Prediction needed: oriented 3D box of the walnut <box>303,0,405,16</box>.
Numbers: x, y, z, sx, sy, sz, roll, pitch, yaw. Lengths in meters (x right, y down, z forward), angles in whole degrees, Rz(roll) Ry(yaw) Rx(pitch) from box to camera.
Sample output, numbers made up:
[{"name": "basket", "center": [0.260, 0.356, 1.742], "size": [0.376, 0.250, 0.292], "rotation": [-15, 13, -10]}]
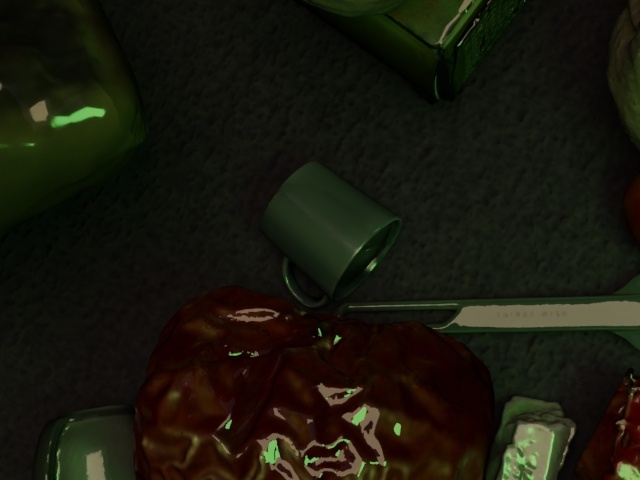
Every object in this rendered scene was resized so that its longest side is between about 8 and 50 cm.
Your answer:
[{"name": "walnut", "center": [0.006, -0.255, 0.971], "size": [0.178, 0.178, 0.230], "rotation": [-38, 69, 0]}]

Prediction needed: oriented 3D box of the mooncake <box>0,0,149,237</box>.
[{"name": "mooncake", "center": [-0.279, -0.183, 1.010], "size": [0.246, 0.393, 0.394], "rotation": [-26, 46, 2]}]

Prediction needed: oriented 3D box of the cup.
[{"name": "cup", "center": [0.000, 0.000, 1.123], "size": [0.077, 0.078, 0.100], "rotation": [39, 118, 15]}]

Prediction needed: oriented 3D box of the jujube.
[{"name": "jujube", "center": [-0.003, 0.138, 1.029], "size": [0.232, 0.213, 0.213], "rotation": [9, 83, 6]}]

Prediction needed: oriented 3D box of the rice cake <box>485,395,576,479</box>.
[{"name": "rice cake", "center": [0.110, 0.236, 1.086], "size": [0.055, 0.049, 0.270], "rotation": [22, 85, -9]}]

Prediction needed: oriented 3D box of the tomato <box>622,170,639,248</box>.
[{"name": "tomato", "center": [0.256, -0.020, 1.094], "size": [0.087, 0.075, 0.087], "rotation": [2, 83, -12]}]

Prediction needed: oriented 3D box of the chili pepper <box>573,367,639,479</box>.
[{"name": "chili pepper", "center": [0.284, 0.206, 1.047], "size": [0.252, 0.136, 0.144], "rotation": [26, 51, 0]}]

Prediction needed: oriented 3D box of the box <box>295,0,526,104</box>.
[{"name": "box", "center": [0.065, -0.377, 1.134], "size": [0.373, 0.138, 0.420], "rotation": [37, 86, 9]}]

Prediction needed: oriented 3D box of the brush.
[{"name": "brush", "center": [0.141, 0.054, 1.124], "size": [0.266, 0.027, 0.062], "rotation": [-1, 81, 9]}]

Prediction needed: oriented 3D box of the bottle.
[{"name": "bottle", "center": [-0.150, 0.246, 1.090], "size": [0.096, 0.079, 0.254], "rotation": [-1, 79, -39]}]

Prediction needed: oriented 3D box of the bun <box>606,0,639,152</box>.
[{"name": "bun", "center": [0.323, -0.147, 1.010], "size": [0.281, 0.205, 0.282], "rotation": [2, 57, -4]}]
